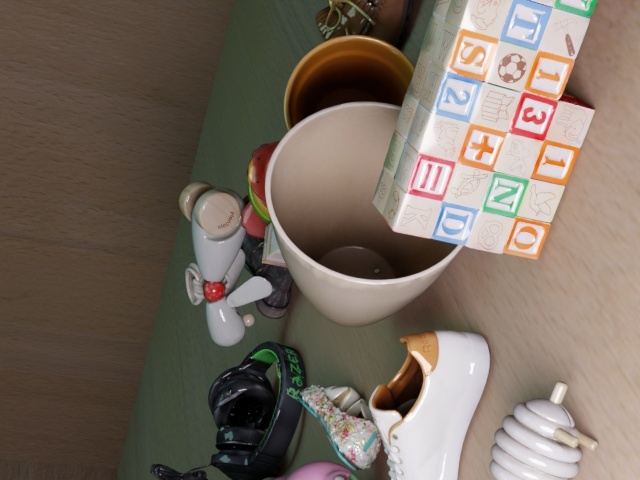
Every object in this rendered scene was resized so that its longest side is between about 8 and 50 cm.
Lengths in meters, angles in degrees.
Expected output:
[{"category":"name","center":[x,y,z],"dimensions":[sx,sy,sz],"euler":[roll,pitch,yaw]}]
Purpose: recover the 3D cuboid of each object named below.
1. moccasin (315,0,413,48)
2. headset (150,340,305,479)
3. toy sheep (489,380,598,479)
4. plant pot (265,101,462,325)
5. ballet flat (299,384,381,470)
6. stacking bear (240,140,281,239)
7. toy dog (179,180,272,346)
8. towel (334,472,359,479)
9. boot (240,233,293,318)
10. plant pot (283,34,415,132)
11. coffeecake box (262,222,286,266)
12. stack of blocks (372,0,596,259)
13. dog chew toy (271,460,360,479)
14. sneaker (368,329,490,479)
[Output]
[{"category":"moccasin","center":[0.047,-0.346,1.586],"dimensions":[0.380,0.146,0.139],"euler":[118,155,-46]},{"category":"headset","center":[-0.170,0.354,1.842],"dimensions":[0.394,0.185,0.243],"euler":[-54,28,33]},{"category":"toy sheep","center":[0.203,0.194,0.898],"dimensions":[0.132,0.091,0.091],"euler":[-65,18,2]},{"category":"plant pot","center":[0.055,0.003,1.271],"dimensions":[0.274,0.256,0.257],"euler":[96,175,-61]},{"category":"ballet flat","center":[0.038,0.262,1.433],"dimensions":[0.077,0.091,0.241],"euler":[-49,24,-1]},{"category":"stacking bear","center":[-0.055,-0.096,1.630],"dimensions":[0.289,0.164,0.176],"euler":[97,-179,-85]},{"category":"toy dog","center":[-0.165,0.025,1.875],"dimensions":[0.220,0.160,0.334],"euler":[-125,28,-46]},{"category":"towel","center":[0.068,0.468,1.144],"dimensions":[0.248,0.038,0.325],"euler":[-165,72,-72]},{"category":"boot","center":[-0.075,0.002,1.911],"dimensions":[0.263,0.091,0.229],"euler":[-111,33,-40]},{"category":"plant pot","center":[0.047,-0.185,1.454],"dimensions":[0.188,0.205,0.205],"euler":[138,141,-87]},{"category":"coffeecake box","center":[0.000,0.000,1.555],"dimensions":[0.185,0.142,0.068],"euler":[147,131,-67]},{"category":"stack of blocks","center":[0.183,-0.143,0.992],"dimensions":[0.087,0.171,0.297],"euler":[-119,43,-64]},{"category":"dog chew toy","center":[-0.041,0.432,1.378],"dimensions":[0.332,0.206,0.207],"euler":[-57,28,37]},{"category":"sneaker","center":[0.100,0.236,1.141],"dimensions":[0.106,0.123,0.290],"euler":[-133,53,-67]}]
